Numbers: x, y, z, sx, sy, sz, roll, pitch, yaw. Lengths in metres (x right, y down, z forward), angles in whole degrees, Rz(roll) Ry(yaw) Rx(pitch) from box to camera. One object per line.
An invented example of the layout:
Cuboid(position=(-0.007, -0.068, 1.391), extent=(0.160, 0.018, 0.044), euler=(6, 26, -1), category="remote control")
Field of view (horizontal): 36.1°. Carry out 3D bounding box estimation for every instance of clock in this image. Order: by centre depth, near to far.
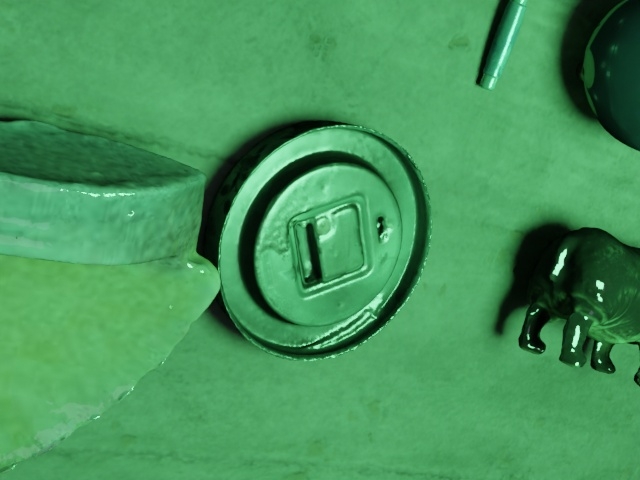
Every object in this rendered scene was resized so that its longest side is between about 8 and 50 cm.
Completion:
Cuboid(position=(0.000, 0.000, 0.863), extent=(0.215, 0.042, 0.215), euler=(-11, 112, -27), category="clock")
Cuboid(position=(0.358, -0.193, 0.952), extent=(0.243, 0.146, 0.199), euler=(-42, 128, -20), category="clock")

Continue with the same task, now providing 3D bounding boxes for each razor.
Cuboid(position=(0.177, -0.203, 0.902), extent=(0.068, 0.040, 0.135), euler=(8, 108, -32), category="razor")

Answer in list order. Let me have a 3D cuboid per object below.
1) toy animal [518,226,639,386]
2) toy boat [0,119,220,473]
Cuboid(position=(0.351, 0.069, 1.064), extent=(0.343, 0.106, 0.168), euler=(0, 100, -37), category="toy animal")
Cuboid(position=(-0.208, 0.038, 0.728), extent=(0.276, 0.111, 0.293), euler=(-11, 125, -28), category="toy boat")
